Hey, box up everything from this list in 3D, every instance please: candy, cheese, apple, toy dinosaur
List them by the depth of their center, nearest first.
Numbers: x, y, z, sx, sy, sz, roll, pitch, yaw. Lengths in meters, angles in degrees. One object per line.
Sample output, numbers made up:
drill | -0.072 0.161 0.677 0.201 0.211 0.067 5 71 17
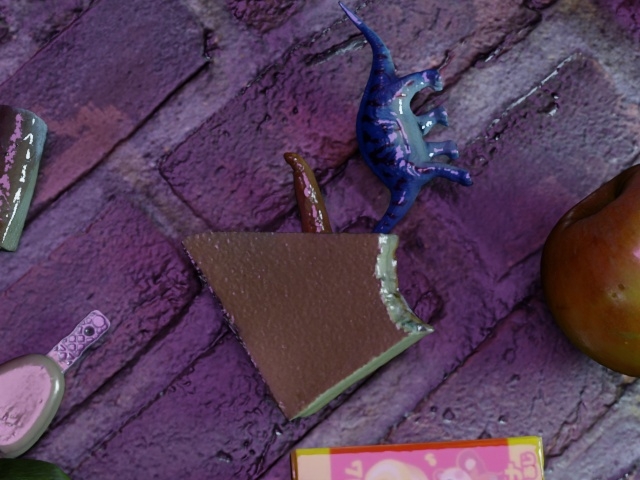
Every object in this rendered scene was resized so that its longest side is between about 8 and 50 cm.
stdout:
candy | 0.107 0.293 1.659 0.276 0.088 0.146 -4 78 -3
apple | 0.361 0.035 1.668 0.237 0.237 0.207 -42 99 -10
cheese | -0.312 0.152 1.703 0.097 0.037 0.192 45 80 7
toy dinosaur | 0.101 -0.121 1.764 0.144 0.076 0.329 -4 87 4

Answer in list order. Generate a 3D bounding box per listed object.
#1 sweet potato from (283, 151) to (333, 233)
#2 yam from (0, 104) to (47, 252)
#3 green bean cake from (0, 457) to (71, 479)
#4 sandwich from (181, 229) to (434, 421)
sweet potato | 0.000 0.000 1.741 0.050 0.050 0.214 -15 80 -5
yam | -0.360 -0.070 1.738 0.068 0.068 0.169 9 77 0
green bean cake | -0.352 0.291 1.569 0.222 0.248 0.124 4 89 -1
sandwich | -0.007 0.044 1.685 0.212 0.063 0.245 -36 76 17
